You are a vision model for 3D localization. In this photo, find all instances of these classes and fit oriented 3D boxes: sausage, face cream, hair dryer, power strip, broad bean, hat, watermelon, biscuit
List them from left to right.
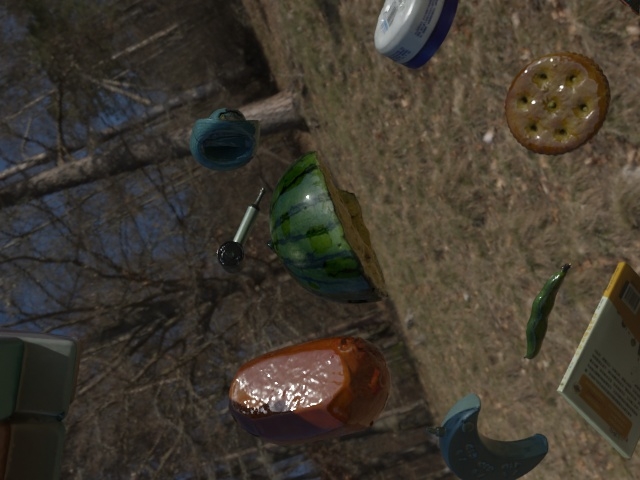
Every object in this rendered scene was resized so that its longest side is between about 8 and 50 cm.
[{"bbox_3d":[-0.184,-0.212,1.213,0.191,0.138,0.078,126,141,-61],"label":"hat"},{"bbox_3d":[-0.159,-0.025,1.321,0.057,0.198,0.100,25,170,0],"label":"hair dryer"},{"bbox_3d":[-0.020,0.241,0.981,0.141,0.267,0.153,46,-148,-52],"label":"sausage"},{"bbox_3d":[0.000,0.000,1.220,0.331,0.189,0.331,56,-160,-33],"label":"watermelon"},{"bbox_3d":[0.210,-0.506,1.398,0.111,0.206,0.206,21,-146,-20],"label":"face cream"},{"bbox_3d":[0.317,0.401,1.212,0.253,0.168,0.054,31,-165,-22],"label":"power strip"},{"bbox_3d":[0.604,0.191,1.676,0.043,0.060,0.298,-44,-32,-69],"label":"broad bean"},{"bbox_3d":[0.502,-0.289,1.310,0.066,0.220,0.221,-8,-107,-52],"label":"biscuit"}]

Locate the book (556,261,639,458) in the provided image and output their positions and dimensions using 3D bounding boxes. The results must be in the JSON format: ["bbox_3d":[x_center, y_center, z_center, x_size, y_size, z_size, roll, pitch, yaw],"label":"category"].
[{"bbox_3d":[0.561,0.216,1.134,0.208,0.295,0.020,43,158,-15],"label":"book"}]

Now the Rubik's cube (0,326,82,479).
[{"bbox_3d":[-0.471,0.228,0.675,0.387,0.367,0.359,160,115,-77],"label":"Rubik's cube"}]

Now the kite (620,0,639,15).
[{"bbox_3d":[0.244,-0.299,0.573,0.241,0.183,0.014,31,-140,-22],"label":"kite"}]
